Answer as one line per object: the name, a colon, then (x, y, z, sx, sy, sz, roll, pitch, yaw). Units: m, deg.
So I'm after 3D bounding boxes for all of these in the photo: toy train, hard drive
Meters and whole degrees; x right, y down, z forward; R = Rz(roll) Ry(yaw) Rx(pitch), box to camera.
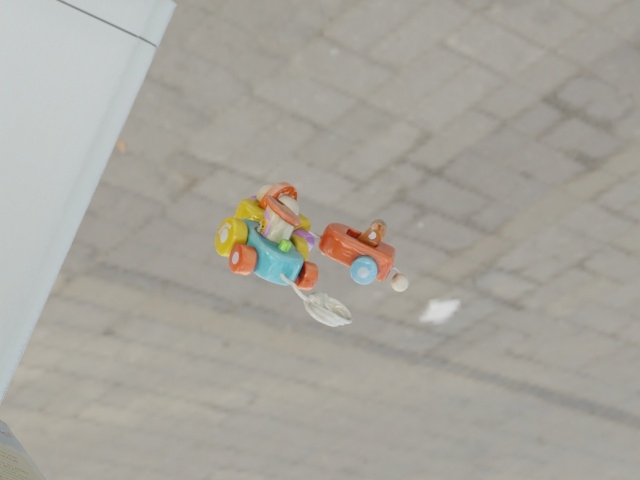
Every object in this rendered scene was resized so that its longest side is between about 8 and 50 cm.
toy train: (0.000, 0.000, 0.985, 0.125, 0.166, 0.046, 27, 106, 6)
hard drive: (-0.267, -0.039, 0.949, 0.233, 0.353, 0.047, 24, 174, -11)

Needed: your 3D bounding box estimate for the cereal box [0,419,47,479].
cereal box: (-0.187, 0.123, 0.684, 0.173, 0.240, 0.047, 28, 93, -34)
